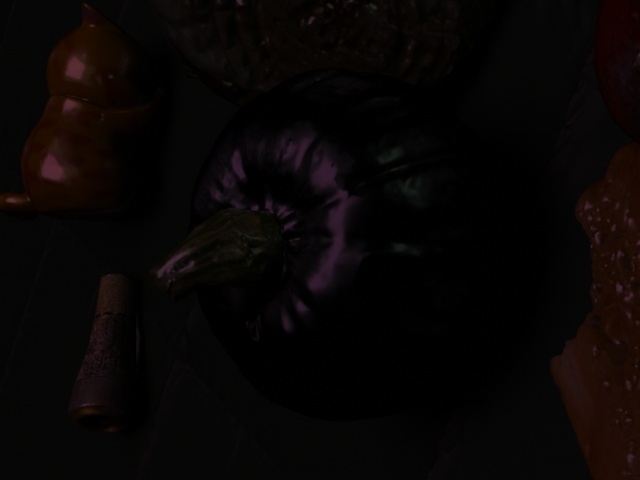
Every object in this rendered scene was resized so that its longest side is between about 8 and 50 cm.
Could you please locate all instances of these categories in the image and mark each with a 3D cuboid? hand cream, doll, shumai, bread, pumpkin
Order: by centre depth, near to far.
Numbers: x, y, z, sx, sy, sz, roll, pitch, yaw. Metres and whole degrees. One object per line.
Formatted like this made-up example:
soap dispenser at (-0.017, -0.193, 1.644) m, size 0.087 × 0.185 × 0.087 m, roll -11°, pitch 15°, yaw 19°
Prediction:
bread at (0.243, 0.118, 0.929) m, size 0.185 × 0.109 × 0.380 m, roll 120°, pitch 148°, yaw -41°
pumpkin at (0.000, 0.000, 1.183) m, size 0.296 × 0.296 × 0.295 m, roll -28°, pitch 56°, yaw 52°
shumai at (0.003, -0.272, 1.354) m, size 0.304 × 0.309 × 0.263 m, roll -31°, pitch 20°, yaw 13°
hand cream at (-0.256, 0.132, 1.769) m, size 0.084 × 0.084 × 0.203 m, roll -37°, pitch 42°, yaw 47°
doll at (-0.290, -0.144, 1.841) m, size 0.167 × 0.162 × 0.269 m, roll 157°, pitch 132°, yaw -70°

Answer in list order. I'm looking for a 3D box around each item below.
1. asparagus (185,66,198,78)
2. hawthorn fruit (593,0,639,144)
asparagus at (-0.135, -0.239, 1.746) m, size 0.108 × 0.025 × 0.021 m, roll -61°, pitch 25°, yaw 24°
hawthorn fruit at (0.260, -0.135, 0.942) m, size 0.173 × 0.173 × 0.172 m, roll -28°, pitch 56°, yaw 52°
